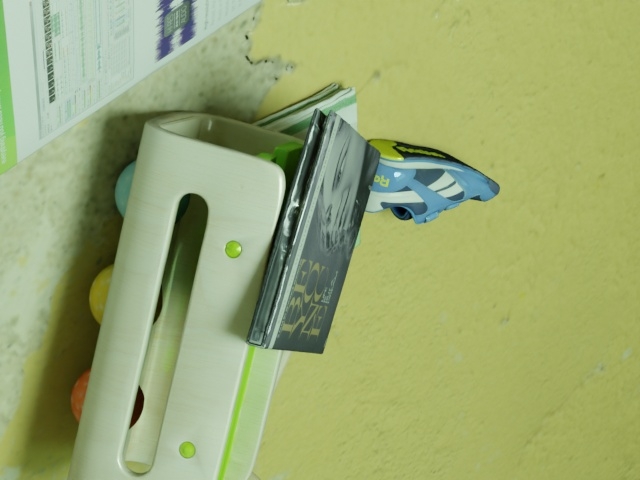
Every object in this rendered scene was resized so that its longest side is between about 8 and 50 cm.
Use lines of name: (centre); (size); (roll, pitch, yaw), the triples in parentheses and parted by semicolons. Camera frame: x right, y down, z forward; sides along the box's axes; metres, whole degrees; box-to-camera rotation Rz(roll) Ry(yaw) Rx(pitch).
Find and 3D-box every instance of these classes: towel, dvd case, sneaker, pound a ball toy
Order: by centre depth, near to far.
dvd case: (0.000, 0.000, 1.308); (0.221, 0.018, 0.164); (24, 83, -78)
pound a ball toy: (-0.095, 0.069, 1.338); (0.208, 0.136, 0.319); (-34, 139, -73)
towel: (-0.016, -0.039, 1.422); (0.113, 0.023, 0.152); (-27, 132, -32)
sneaker: (0.086, -0.044, 1.501); (0.144, 0.053, 0.059); (8, 105, -40)

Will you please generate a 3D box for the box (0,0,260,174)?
box: (-0.140, -0.176, 1.121); (0.322, 0.058, 0.232); (-38, 157, -27)
